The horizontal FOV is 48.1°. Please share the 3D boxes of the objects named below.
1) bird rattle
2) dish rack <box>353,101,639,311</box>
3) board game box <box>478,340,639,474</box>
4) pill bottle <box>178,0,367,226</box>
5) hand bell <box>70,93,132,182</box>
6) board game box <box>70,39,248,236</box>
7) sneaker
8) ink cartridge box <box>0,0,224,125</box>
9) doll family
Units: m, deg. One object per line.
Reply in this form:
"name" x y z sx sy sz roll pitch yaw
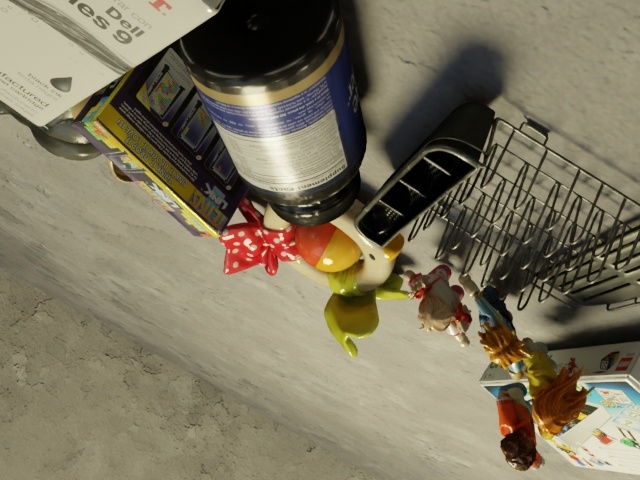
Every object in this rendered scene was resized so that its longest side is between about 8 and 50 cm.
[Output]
"bird rattle" 0.000 0.000 0.857 0.253 0.143 0.207 40 146 5
"dish rack" 0.185 -0.004 0.643 0.271 0.074 0.208 30 158 -6
"board game box" 0.349 0.212 0.877 0.193 0.053 0.305 41 160 -6
"pill bottle" -0.027 -0.106 0.601 0.122 0.123 0.219 19 156 21
"hand bell" -0.275 -0.174 0.766 0.242 0.126 0.126 30 158 12
"board game box" -0.129 -0.108 0.689 0.048 0.141 0.170 4 147 44
"sneaker" -0.371 -0.197 0.865 0.267 0.101 0.106 23 139 3
"ink cartridge box" -0.207 -0.222 0.515 0.211 0.122 0.289 38 148 -31
"doll family" 0.201 0.118 0.760 0.263 0.118 0.163 57 -163 -3
